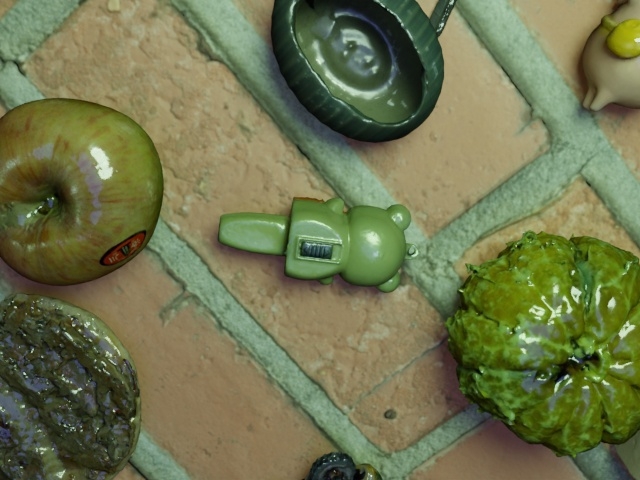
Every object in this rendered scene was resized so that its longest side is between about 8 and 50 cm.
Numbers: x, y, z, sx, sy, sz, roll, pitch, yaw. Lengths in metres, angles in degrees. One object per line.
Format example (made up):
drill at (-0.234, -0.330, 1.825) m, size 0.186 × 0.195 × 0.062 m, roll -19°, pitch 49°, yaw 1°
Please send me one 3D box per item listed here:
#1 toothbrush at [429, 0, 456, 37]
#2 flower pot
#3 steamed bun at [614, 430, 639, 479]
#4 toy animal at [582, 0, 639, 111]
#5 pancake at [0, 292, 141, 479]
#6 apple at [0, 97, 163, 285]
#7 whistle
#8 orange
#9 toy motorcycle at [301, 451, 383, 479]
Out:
toothbrush at (0.210, -0.405, 0.807) m, size 0.030 × 0.030 × 0.297 m, roll 20°, pitch 105°, yaw -14°
flower pot at (0.047, -0.237, 0.792) m, size 0.189 × 0.157 × 0.243 m, roll -40°, pitch 99°, yaw 10°
steamed bun at (0.560, 0.262, 0.917) m, size 0.164 × 0.146 × 0.242 m, roll 14°, pitch 106°, yaw 2°
toy animal at (0.421, -0.265, 0.775) m, size 0.149 × 0.165 × 0.248 m, roll 39°, pitch 109°, yaw -14°
pancake at (-0.458, 0.253, 0.986) m, size 0.382 × 0.071 × 0.382 m, roll 1°, pitch 104°, yaw 3°
apple at (-0.331, -0.066, 0.832) m, size 0.260 × 0.194 × 0.261 m, roll 1°, pitch 106°, yaw 4°
whistle at (0.000, 0.000, 0.884) m, size 0.288 × 0.106 × 0.131 m, roll 7°, pitch 108°, yaw -1°
orange at (0.319, 0.138, 0.854) m, size 0.301 × 0.223 × 0.300 m, roll 3°, pitch 90°, yaw 1°
toy motorcycle at (0.023, 0.431, 1.001) m, size 0.129 × 0.094 × 0.229 m, roll 9°, pitch 117°, yaw -23°
